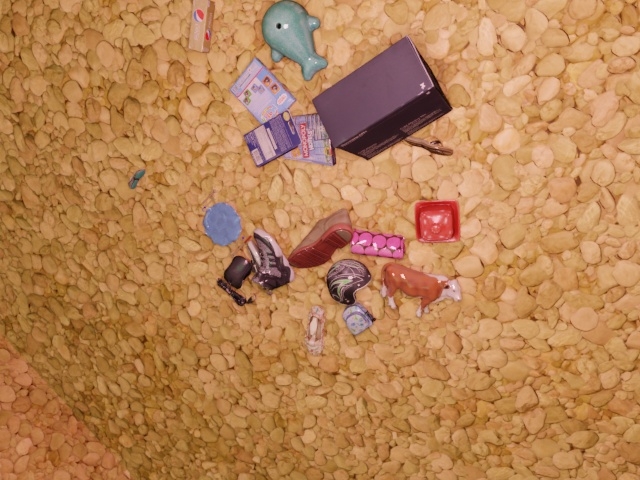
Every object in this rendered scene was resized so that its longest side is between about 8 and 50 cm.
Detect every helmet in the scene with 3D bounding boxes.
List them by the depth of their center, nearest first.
[{"bbox_3d":[0.108,0.149,1.828,0.169,0.169,0.162,18,128,11],"label":"helmet"}]

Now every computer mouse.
[{"bbox_3d":[-0.340,0.186,1.988,0.184,0.060,0.262,43,134,-1],"label":"computer mouse"}]

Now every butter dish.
[{"bbox_3d":[0.414,-0.056,1.693,0.159,0.118,0.160,-1,107,18],"label":"butter dish"}]

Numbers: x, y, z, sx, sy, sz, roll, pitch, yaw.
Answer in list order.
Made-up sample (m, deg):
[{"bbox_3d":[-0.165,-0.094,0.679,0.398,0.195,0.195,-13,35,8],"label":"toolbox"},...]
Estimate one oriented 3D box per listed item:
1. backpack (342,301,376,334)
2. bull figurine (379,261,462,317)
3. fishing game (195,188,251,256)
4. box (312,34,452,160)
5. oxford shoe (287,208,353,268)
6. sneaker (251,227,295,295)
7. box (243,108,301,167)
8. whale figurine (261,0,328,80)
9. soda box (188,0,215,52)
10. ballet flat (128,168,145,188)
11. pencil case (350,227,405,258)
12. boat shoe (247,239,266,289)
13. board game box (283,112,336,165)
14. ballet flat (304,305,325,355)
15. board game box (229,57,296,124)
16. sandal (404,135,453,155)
[{"bbox_3d":[0.146,0.312,1.909,0.105,0.084,0.114,-37,91,21],"label":"backpack"},{"bbox_3d":[0.370,0.186,1.792,0.310,0.101,0.189,21,113,9],"label":"bull figurine"},{"bbox_3d":[-0.406,-0.067,1.983,0.264,0.041,0.189,48,114,7],"label":"fishing game"},{"bbox_3d":[0.206,-0.432,1.514,0.343,0.312,0.179,-28,81,22],"label":"box"},{"bbox_3d":[0.000,0.000,1.855,0.123,0.130,0.348,31,134,-33],"label":"oxford shoe"},{"bbox_3d":[-0.219,0.092,1.872,0.101,0.153,0.269,12,137,58],"label":"sneaker"},{"bbox_3d":[-0.173,-0.377,1.762,0.225,0.036,0.137,-21,92,32],"label":"box"},{"bbox_3d":[-0.092,-0.689,1.633,0.216,0.141,0.272,-31,97,23],"label":"whale figurine"},{"bbox_3d":[-0.439,-0.793,1.751,0.061,0.058,0.181,17,110,11],"label":"soda box"},{"bbox_3d":[-0.793,-0.272,2.035,0.041,0.041,0.114,42,113,1],"label":"ballet flat"},{"bbox_3d":[0.217,0.012,1.794,0.209,0.095,0.098,8,73,12],"label":"pencil case"},{"bbox_3d":[-0.260,0.105,1.963,0.070,0.078,0.219,-24,100,5],"label":"boat shoe"},{"bbox_3d":[-0.049,-0.369,1.766,0.194,0.060,0.194,-3,106,17],"label":"board game box"},{"bbox_3d":[-0.029,0.391,1.991,0.091,0.077,0.241,6,109,14],"label":"ballet flat"},{"bbox_3d":[-0.215,-0.544,1.772,0.160,0.039,0.211,-42,91,24],"label":"board game box"},{"bbox_3d":[0.378,-0.341,1.649,0.180,0.072,0.049,23,91,13],"label":"sandal"}]
